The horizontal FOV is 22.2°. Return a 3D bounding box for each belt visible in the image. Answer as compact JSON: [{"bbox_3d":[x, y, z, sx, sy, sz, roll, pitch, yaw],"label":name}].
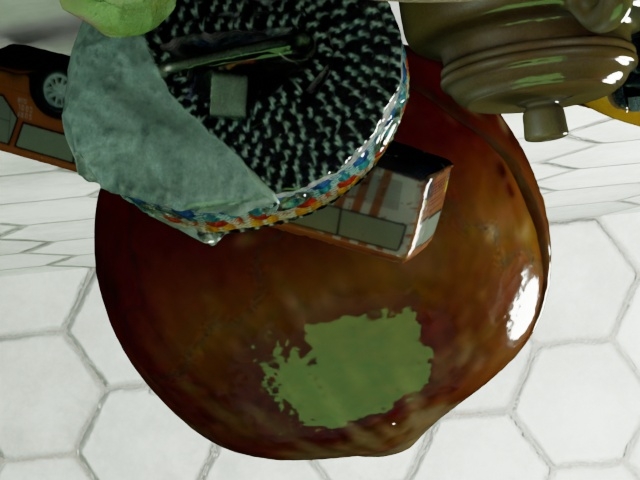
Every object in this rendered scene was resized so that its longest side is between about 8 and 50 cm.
[{"bbox_3d":[-0.062,-0.112,1.213,0.257,0.207,0.150,-12,171,4],"label":"belt"}]

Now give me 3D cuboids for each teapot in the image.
[{"bbox_3d":[0.154,-0.159,1.137,0.185,0.175,0.267,-6,174,-16],"label":"teapot"}]

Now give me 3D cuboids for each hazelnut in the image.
[{"bbox_3d":[0.000,0.000,1.581,0.429,0.402,0.402,-24,170,11],"label":"hazelnut"}]

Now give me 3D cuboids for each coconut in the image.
[{"bbox_3d":[-0.137,-0.179,1.118,0.082,0.083,0.081,40,155,-17],"label":"coconut"}]

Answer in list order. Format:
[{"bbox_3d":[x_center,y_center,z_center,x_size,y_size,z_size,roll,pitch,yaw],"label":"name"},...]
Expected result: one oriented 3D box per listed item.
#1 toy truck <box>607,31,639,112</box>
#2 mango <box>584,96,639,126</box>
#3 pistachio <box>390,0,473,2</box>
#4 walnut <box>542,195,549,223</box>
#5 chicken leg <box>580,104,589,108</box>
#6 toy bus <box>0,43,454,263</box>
[{"bbox_3d":[0.375,-0.183,1.455,0.256,0.108,0.140,-9,-173,7],"label":"toy truck"},{"bbox_3d":[0.345,-0.162,1.586,0.253,0.113,0.138,6,173,-28],"label":"mango"},{"bbox_3d":[0.065,-0.201,0.739,0.288,0.166,0.197,-2,151,6],"label":"pistachio"},{"bbox_3d":[0.131,-0.022,2.024,0.313,0.252,0.277,4,-179,-37],"label":"walnut"},{"bbox_3d":[0.267,-0.168,1.743,0.253,0.051,0.106,3,175,-38],"label":"chicken leg"},{"bbox_3d":[-0.096,-0.081,1.351,0.408,0.092,0.093,16,-160,17],"label":"toy bus"}]
